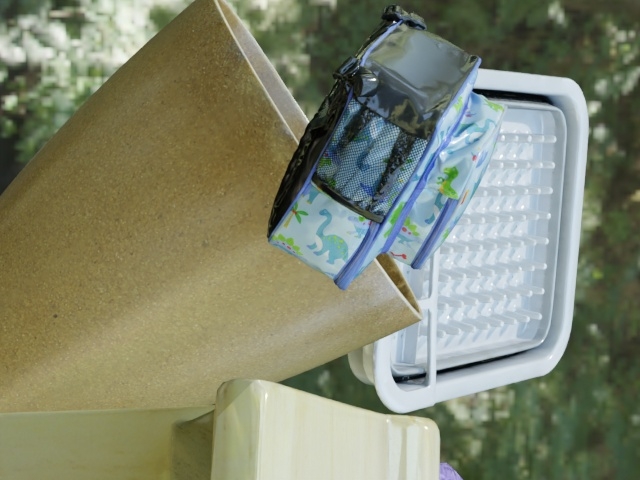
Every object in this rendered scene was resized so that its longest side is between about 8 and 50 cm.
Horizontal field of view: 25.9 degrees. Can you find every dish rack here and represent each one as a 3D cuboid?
[{"bbox_3d":[0.126,-0.009,1.234,0.333,0.072,0.285,-4,99,-51],"label":"dish rack"}]

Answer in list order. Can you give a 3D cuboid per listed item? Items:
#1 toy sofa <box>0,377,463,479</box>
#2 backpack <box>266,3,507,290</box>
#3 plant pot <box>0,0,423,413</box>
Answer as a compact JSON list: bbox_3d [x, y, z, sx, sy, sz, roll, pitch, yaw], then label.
[{"bbox_3d":[-0.132,0.141,0.518,0.177,0.362,0.150,29,60,-60],"label":"toy sofa"},{"bbox_3d":[0.030,-0.034,0.651,0.114,0.084,0.105,-57,-179,31],"label":"backpack"},{"bbox_3d":[-0.104,0.016,0.855,0.237,0.254,0.237,56,5,-7],"label":"plant pot"}]
